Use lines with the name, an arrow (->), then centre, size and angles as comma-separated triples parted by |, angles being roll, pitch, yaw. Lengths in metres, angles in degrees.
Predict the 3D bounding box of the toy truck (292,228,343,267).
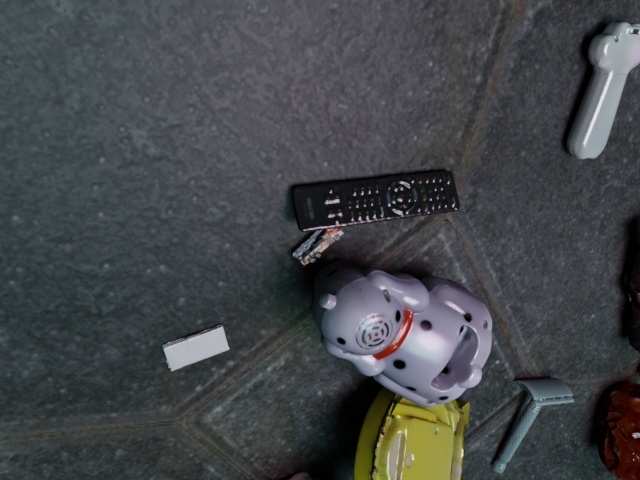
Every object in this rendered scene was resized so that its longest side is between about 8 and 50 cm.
toy truck -> 0.000, 0.000, 0.733 | 0.083, 0.024, 0.032 | -41, 98, 0

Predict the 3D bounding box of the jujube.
jujube -> 0.688, 0.418, 1.195 | 0.155, 0.155, 0.230 | -18, 111, -17

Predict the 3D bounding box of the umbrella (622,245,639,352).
umbrella -> 0.623, 0.095, 1.034 | 0.090, 0.094, 0.326 | -45, 130, -33

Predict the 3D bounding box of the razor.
razor -> 0.403, 0.376, 1.092 | 0.106, 0.068, 0.231 | 4, 117, -26

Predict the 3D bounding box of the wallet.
wallet -> -0.166, 0.144, 0.733 | 0.083, 0.011, 0.044 | -17, 120, -16

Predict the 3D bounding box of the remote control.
remote control -> 0.080, -0.054, 0.734 | 0.245, 0.025, 0.063 | -7, 88, -21

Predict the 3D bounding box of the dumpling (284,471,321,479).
dumpling -> 0.008, 0.459, 0.864 | 0.258, 0.193, 0.147 | 33, 102, -17

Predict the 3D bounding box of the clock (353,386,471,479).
clock -> 0.145, 0.356, 0.890 | 0.293, 0.071, 0.277 | 37, 59, -42

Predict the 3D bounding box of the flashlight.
flashlight -> 0.415, -0.217, 0.810 | 0.093, 0.047, 0.200 | -5, 119, -23

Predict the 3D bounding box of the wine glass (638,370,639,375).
wine glass -> 0.751, 0.201, 1.162 | 0.074, 0.074, 0.262 | 0, 116, -25

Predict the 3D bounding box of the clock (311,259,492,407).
clock -> 0.086, 0.110, 0.737 | 0.254, 0.189, 0.188 | 26, 101, -34
